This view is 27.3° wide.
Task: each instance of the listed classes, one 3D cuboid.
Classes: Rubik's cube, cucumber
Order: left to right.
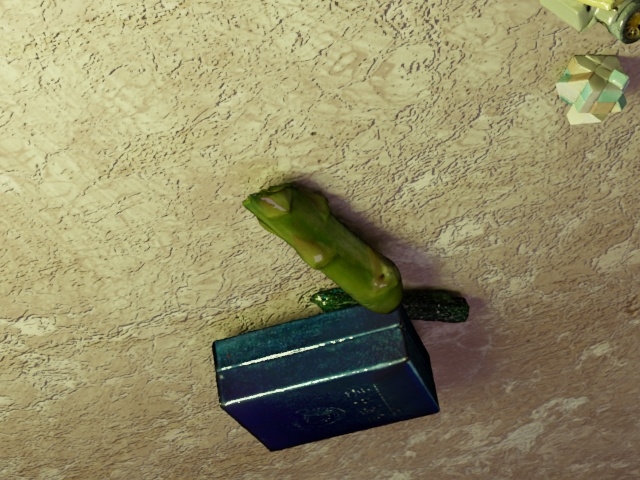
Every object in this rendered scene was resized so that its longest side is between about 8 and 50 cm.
[{"bbox_3d":[0.104,0.092,1.911,0.257,0.043,0.044,5,144,-26],"label":"cucumber"},{"bbox_3d":[0.324,-0.175,1.571,0.084,0.073,0.075,-13,146,-7],"label":"Rubik's cube"}]

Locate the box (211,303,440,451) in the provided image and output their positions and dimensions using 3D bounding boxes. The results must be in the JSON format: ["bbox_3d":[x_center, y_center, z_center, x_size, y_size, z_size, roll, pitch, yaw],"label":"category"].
[{"bbox_3d":[0.014,0.204,1.936,0.279,0.116,0.261,-15,152,9],"label":"box"}]

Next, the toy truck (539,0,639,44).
[{"bbox_3d":[0.322,-0.318,1.237,0.272,0.124,0.157,-37,142,-8],"label":"toy truck"}]

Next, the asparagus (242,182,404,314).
[{"bbox_3d":[0.001,-0.001,1.699,0.082,0.085,0.343,-20,143,29],"label":"asparagus"}]
